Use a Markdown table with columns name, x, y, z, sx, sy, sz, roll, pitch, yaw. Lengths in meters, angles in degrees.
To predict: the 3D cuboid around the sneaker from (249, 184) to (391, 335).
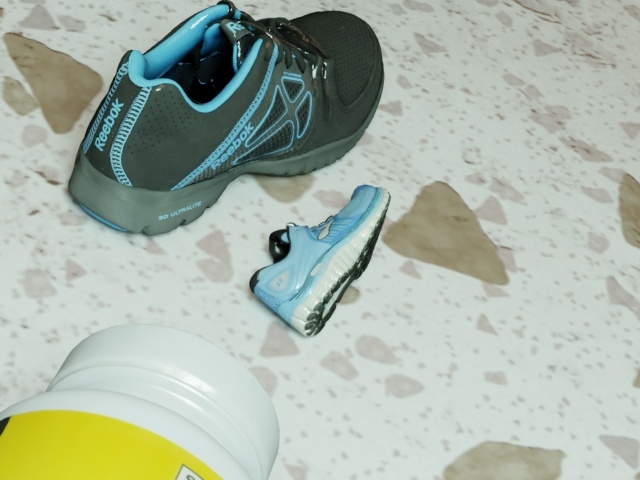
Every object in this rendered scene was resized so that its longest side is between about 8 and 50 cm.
| name | x | y | z | sx | sy | sz | roll | pitch | yaw |
| --- | --- | --- | --- | --- | --- | --- | --- | --- | --- |
| sneaker | 0.000 | 0.000 | 1.238 | 0.073 | 0.063 | 0.162 | 27 | 41 | 11 |

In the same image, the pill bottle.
| name | x | y | z | sx | sy | sz | roll | pitch | yaw |
| --- | --- | --- | --- | --- | --- | --- | --- | --- | --- |
| pill bottle | -0.135 | 0.202 | 0.867 | 0.188 | 0.188 | 0.334 | 23 | 40 | 1 |

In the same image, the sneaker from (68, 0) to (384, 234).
| name | x | y | z | sx | sy | sz | roll | pitch | yaw |
| --- | --- | --- | --- | --- | --- | --- | --- | --- | --- |
| sneaker | -0.048 | -0.122 | 1.289 | 0.125 | 0.139 | 0.341 | 35 | 41 | 18 |
